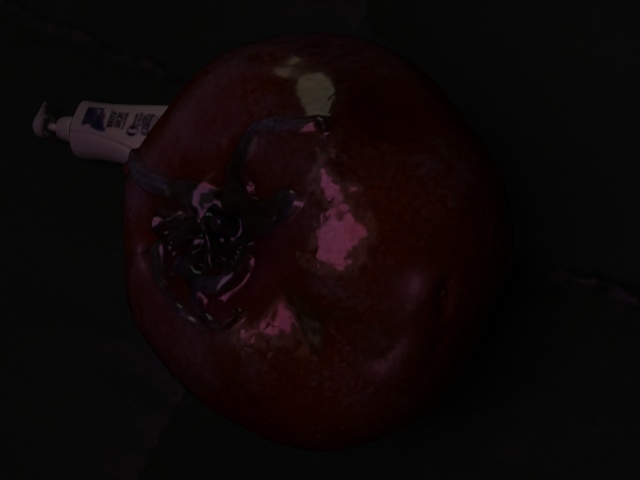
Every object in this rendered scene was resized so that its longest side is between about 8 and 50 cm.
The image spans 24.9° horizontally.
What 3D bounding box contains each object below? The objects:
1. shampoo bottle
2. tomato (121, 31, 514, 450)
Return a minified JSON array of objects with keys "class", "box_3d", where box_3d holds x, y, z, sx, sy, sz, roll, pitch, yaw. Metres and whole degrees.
[{"class":"shampoo bottle","box_3d":[-0.139,-0.072,0.988,0.141,0.034,0.049,8,93,30]},{"class":"tomato","box_3d":[0.002,-0.003,0.816,0.232,0.188,0.232,-6,79,33]}]
